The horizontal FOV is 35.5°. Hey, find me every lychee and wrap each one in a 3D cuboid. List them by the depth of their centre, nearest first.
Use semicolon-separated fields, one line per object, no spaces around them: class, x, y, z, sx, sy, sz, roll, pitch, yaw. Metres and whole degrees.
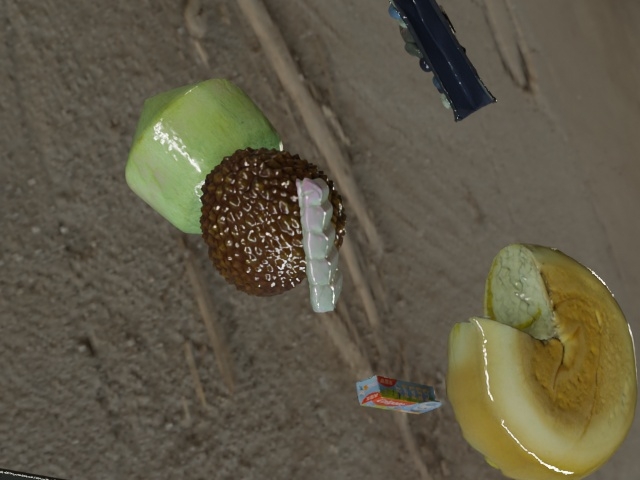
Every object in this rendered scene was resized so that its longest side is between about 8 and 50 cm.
lychee;-0.091;-0.040;1.720;0.267;0.267;0.268;44;36;-44

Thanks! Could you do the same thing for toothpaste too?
toothpaste;0.149;0.278;1.816;0.193;0.070;0.044;20;52;-50

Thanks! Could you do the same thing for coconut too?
coconut;-0.250;-0.179;2.053;0.281;0.328;0.329;-33;102;-55

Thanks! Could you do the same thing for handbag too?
handbag;0.229;-0.422;2.079;0.326;0.118;0.269;57;13;-24

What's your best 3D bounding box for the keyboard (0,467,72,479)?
keyboard;-0.506;0.448;1.733;0.041;0.381;0.104;-36;135;-72

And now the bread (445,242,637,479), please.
bread;0.300;0.177;1.382;0.332;0.160;0.333;12;66;-30

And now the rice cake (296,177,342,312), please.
rice cake;0.000;0.000;1.368;0.198;0.037;0.190;17;65;-84
